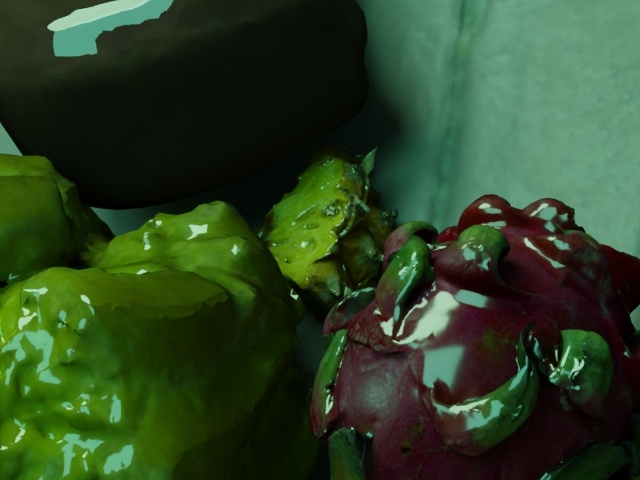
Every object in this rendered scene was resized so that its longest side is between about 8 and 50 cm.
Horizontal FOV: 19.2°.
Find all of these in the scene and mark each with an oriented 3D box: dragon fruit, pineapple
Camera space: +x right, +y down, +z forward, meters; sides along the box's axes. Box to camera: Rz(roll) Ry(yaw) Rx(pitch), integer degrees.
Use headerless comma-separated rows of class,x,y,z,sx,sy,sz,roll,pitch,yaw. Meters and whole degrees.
dragon fruit,0.083,0.110,1.086,0.218,0.198,0.272,36,111,14
pineapple,0.000,0.000,1.282,0.116,0.069,0.137,-19,46,31

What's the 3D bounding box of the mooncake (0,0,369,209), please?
mooncake,-0.104,-0.176,1.327,0.334,0.174,0.326,5,46,37

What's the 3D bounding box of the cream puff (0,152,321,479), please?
cream puff,-0.158,0.075,1.176,0.275,0.378,0.378,-44,48,7
